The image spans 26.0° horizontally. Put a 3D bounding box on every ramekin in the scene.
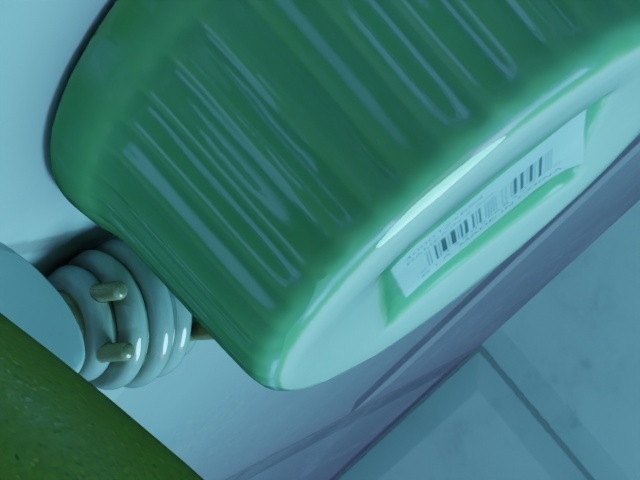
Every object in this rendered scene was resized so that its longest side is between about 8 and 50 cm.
[{"bbox_3d":[0.037,-0.064,0.666,0.303,0.148,0.303,-37,167,-10],"label":"ramekin"}]

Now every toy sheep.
[{"bbox_3d":[-0.104,0.040,0.762,0.132,0.091,0.091,-5,146,-43],"label":"toy sheep"}]

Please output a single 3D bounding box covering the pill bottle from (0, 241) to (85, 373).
[{"bbox_3d":[-0.203,0.093,0.601,0.208,0.117,0.117,-44,166,16],"label":"pill bottle"}]

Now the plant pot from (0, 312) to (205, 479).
[{"bbox_3d":[-0.159,0.110,0.393,0.275,0.293,0.275,-37,166,-11],"label":"plant pot"}]
